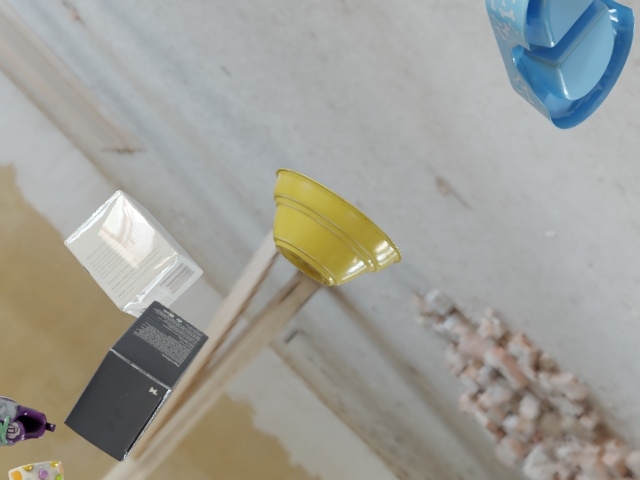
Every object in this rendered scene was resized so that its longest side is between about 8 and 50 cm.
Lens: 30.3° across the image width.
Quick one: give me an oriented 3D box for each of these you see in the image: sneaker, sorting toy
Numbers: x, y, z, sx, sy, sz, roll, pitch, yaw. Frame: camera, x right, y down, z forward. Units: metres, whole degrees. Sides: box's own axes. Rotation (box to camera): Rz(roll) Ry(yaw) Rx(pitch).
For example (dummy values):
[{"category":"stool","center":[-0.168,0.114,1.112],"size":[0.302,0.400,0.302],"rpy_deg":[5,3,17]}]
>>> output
[{"category":"sneaker","center":[-0.462,0.245,1.604],"size":[0.098,0.083,0.223],"rpy_deg":[4,180,29]},{"category":"sorting toy","center":[-0.420,0.375,1.788],"size":[0.045,0.083,0.075],"rpy_deg":[-37,62,54]}]

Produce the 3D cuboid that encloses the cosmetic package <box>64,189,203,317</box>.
[{"category":"cosmetic package","center":[-0.352,0.033,2.241],"size":[0.184,0.151,0.151],"rpy_deg":[46,179,20]}]

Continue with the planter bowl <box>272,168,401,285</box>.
[{"category":"planter bowl","center":[0.000,0.000,1.656],"size":[0.217,0.090,0.217],"rpy_deg":[35,169,8]}]

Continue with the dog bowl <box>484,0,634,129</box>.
[{"category":"dog bowl","center":[0.270,-0.253,1.343],"size":[0.074,0.166,0.297],"rpy_deg":[33,167,34]}]

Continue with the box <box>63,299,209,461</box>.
[{"category":"box","center":[-0.273,0.208,1.781],"size":[0.108,0.153,0.207],"rpy_deg":[34,-161,0]}]
